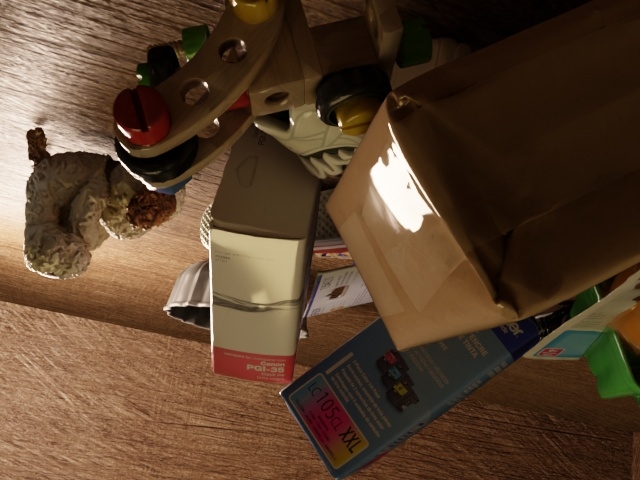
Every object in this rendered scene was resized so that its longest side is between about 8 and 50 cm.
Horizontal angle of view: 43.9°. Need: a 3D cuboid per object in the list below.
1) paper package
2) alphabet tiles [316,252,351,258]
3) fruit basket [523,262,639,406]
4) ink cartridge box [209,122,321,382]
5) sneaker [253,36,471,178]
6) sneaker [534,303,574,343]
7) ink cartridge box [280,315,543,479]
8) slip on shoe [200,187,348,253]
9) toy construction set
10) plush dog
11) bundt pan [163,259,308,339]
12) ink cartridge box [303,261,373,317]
[{"bbox_3d":[0.184,-0.052,0.647,0.309,0.168,0.325,-25,173,-12],"label":"paper package"},{"bbox_3d":[0.000,0.000,1.464,0.237,0.009,0.198,3,162,22],"label":"alphabet tiles"},{"bbox_3d":[0.410,0.052,0.750,0.327,0.165,0.353,-5,160,-16],"label":"fruit basket"},{"bbox_3d":[-0.071,0.020,1.045,0.117,0.207,0.283,9,135,1],"label":"ink cartridge box"},{"bbox_3d":[0.033,-0.143,0.825,0.118,0.110,0.292,29,156,-27],"label":"sneaker"},{"bbox_3d":[0.497,0.185,1.647,0.276,0.097,0.135,-6,158,37],"label":"sneaker"},{"bbox_3d":[0.166,0.162,1.144,0.395,0.151,0.270,-39,163,5],"label":"ink cartridge box"},{"bbox_3d":[-0.044,-0.021,1.245,0.331,0.123,0.101,-4,163,26],"label":"slip on shoe"},{"bbox_3d":[-0.047,-0.201,0.571,0.237,0.257,0.309,-9,139,0],"label":"toy construction set"},{"bbox_3d":[-0.315,-0.069,1.192,0.225,0.210,0.262,-3,-167,-6],"label":"plush dog"},{"bbox_3d":[-0.177,0.131,1.793,0.331,0.124,0.331,9,163,3],"label":"bundt pan"},{"bbox_3d":[0.136,0.024,1.178,0.330,0.071,0.324,-10,166,-8],"label":"ink cartridge box"}]
